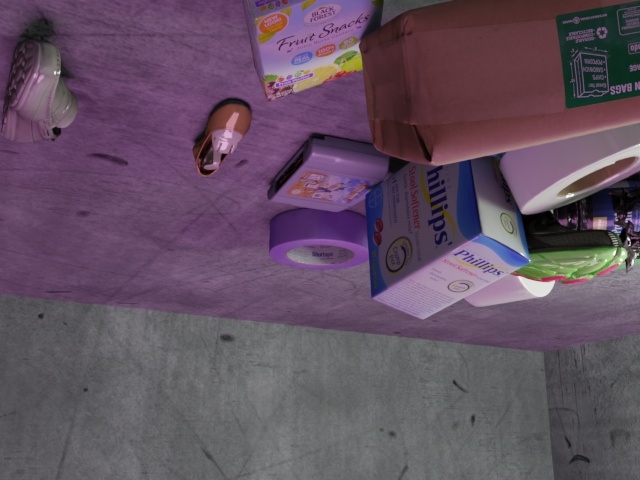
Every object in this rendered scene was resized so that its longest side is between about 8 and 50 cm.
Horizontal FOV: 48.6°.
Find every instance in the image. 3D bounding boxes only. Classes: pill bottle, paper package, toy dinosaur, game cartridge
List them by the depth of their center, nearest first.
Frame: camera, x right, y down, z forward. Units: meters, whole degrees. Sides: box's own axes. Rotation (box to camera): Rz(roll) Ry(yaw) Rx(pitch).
[{"bbox_3d":[0.233,-0.204,0.847,0.324,0.168,0.309,-12,-169,-3],"label":"paper package"},{"bbox_3d":[0.672,-0.056,1.340,0.218,0.164,0.322,-12,119,27],"label":"toy dinosaur"},{"bbox_3d":[0.021,-0.135,1.541,0.198,0.062,0.297,12,159,-18],"label":"game cartridge"},{"bbox_3d":[0.640,-0.072,1.591,0.219,0.123,0.123,-4,162,13],"label":"pill bottle"}]

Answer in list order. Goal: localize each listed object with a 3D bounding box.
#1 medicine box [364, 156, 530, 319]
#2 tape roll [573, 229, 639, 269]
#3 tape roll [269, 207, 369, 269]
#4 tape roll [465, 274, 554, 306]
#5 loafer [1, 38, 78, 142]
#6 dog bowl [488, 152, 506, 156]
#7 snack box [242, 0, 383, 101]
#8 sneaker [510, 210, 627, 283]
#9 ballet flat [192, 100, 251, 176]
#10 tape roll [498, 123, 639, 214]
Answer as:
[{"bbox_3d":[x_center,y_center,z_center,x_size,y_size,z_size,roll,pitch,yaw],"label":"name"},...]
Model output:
[{"bbox_3d":[0.238,-0.030,1.399,0.149,0.264,0.289,23,139,-31],"label":"medicine box"},{"bbox_3d":[0.730,0.016,1.937,0.321,0.077,0.321,0,162,0],"label":"tape roll"},{"bbox_3d":[0.000,0.000,1.897,0.274,0.090,0.275,1,162,0],"label":"tape roll"},{"bbox_3d":[0.437,0.029,1.716,0.169,0.246,0.246,-16,156,43],"label":"tape roll"},{"bbox_3d":[-0.454,-0.238,1.165,0.111,0.112,0.319,4,170,-27],"label":"loafer"},{"bbox_3d":[0.307,-0.228,1.202,0.165,0.074,0.297,-4,162,13],"label":"dog bowl"},{"bbox_3d":[-0.009,-0.288,0.954,0.174,0.070,0.207,-20,162,-5],"label":"snack box"},{"bbox_3d":[0.389,-0.034,1.455,0.185,0.202,0.482,14,-179,-40],"label":"sneaker"},{"bbox_3d":[-0.187,-0.186,1.355,0.080,0.073,0.232,8,161,-21],"label":"ballet flat"},{"bbox_3d":[0.464,-0.151,1.241,0.286,0.100,0.286,-20,165,-5],"label":"tape roll"}]
